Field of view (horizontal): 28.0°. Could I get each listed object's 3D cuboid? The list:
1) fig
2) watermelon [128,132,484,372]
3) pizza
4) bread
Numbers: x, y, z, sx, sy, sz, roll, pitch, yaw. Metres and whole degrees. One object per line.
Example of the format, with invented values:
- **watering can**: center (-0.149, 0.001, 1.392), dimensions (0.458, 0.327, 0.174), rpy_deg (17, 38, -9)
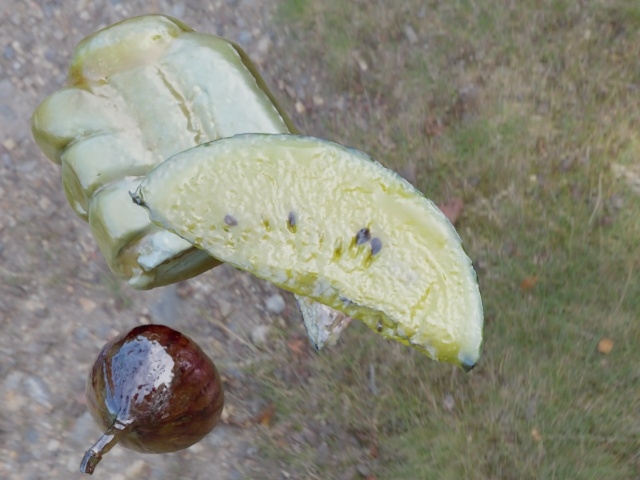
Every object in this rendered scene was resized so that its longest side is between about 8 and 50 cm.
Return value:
- **fig**: center (-0.198, 0.167, 1.441), dimensions (0.148, 0.202, 0.149), rpy_deg (-35, 71, 7)
- **watermelon**: center (0.000, 0.000, 1.028), dimensions (0.301, 0.123, 0.129), rpy_deg (24, 37, 4)
- **pizza**: center (0.016, 0.022, 1.377), dimensions (0.185, 0.052, 0.195), rpy_deg (12, 69, -7)
- **bread**: center (-0.199, -0.117, 1.650), dimensions (0.300, 0.210, 0.341), rpy_deg (-33, 78, -18)
